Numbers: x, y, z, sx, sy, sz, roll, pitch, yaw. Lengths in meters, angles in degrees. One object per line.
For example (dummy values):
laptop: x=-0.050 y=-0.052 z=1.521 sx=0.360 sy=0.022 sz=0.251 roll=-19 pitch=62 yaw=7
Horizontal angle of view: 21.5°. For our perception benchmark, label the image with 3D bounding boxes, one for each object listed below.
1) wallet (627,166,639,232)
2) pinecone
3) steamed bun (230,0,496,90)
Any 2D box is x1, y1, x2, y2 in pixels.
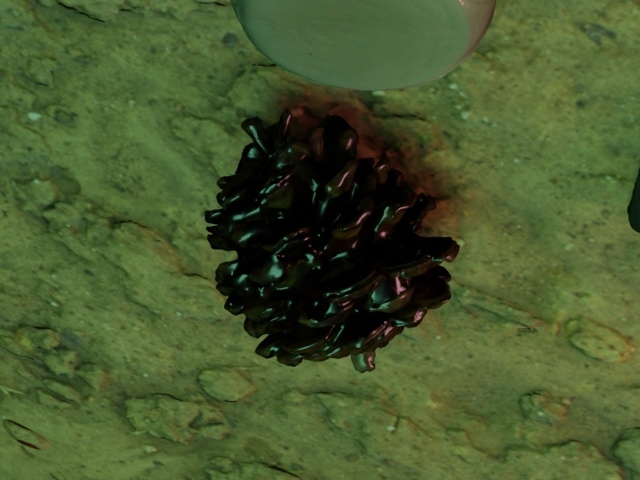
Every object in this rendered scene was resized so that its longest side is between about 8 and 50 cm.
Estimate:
wallet: x=0.413 y=-0.037 z=1.547 sx=0.245 sy=0.052 sz=0.168 roll=18 pitch=132 yaw=10
pinecone: x=-0.001 y=0.009 z=1.624 sx=0.243 sy=0.243 sz=0.257 roll=-20 pitch=126 yaw=36
steamed bun: x=0.037 y=-0.238 z=1.439 sx=0.232 sy=0.145 sz=0.232 roll=6 pitch=152 yaw=3
